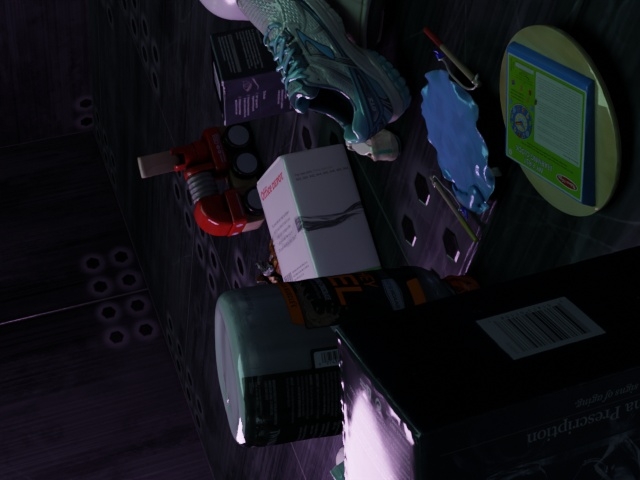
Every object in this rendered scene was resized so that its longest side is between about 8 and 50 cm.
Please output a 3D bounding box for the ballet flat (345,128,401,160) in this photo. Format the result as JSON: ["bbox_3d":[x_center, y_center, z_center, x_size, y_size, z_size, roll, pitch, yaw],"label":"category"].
[{"bbox_3d":[0.064,-0.151,1.763,0.168,0.052,0.057,-149,48,-66],"label":"ballet flat"}]

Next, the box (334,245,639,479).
[{"bbox_3d":[0.207,0.210,1.118,0.179,0.343,0.312,-131,32,-54],"label":"box"}]

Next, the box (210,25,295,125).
[{"bbox_3d":[-0.093,-0.275,1.942,0.156,0.158,0.093,99,157,-69],"label":"box"}]

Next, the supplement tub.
[{"bbox_3d":[0.042,0.145,1.548,0.207,0.338,0.207,173,90,-77],"label":"supplement tub"}]

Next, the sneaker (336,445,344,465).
[{"bbox_3d":[0.065,0.466,2.098,0.290,0.123,0.106,-127,28,-54],"label":"sneaker"}]

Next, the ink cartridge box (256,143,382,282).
[{"bbox_3d":[0.000,0.000,1.966,0.198,0.115,0.273,143,113,-70],"label":"ink cartridge box"}]

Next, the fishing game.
[{"bbox_3d":[0.176,-0.125,1.469,0.189,0.041,0.264,-122,17,-46],"label":"fishing game"}]

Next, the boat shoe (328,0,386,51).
[{"bbox_3d":[0.048,-0.324,1.663,0.112,0.095,0.335,34,154,10],"label":"boat shoe"}]

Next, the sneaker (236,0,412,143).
[{"bbox_3d":[-0.013,-0.245,1.614,0.283,0.122,0.110,40,155,3],"label":"sneaker"}]

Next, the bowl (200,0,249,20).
[{"bbox_3d":[-0.186,-0.522,2.129,0.298,0.134,0.298,167,90,-72],"label":"bowl"}]

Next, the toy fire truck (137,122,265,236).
[{"bbox_3d":[-0.242,-0.117,2.402,0.158,0.246,0.217,130,125,-69],"label":"toy fire truck"}]

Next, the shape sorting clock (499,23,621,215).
[{"bbox_3d":[0.248,-0.124,1.241,0.206,0.040,0.206,50,148,47],"label":"shape sorting clock"}]

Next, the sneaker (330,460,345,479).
[{"bbox_3d":[0.088,0.320,1.872,0.094,0.151,0.256,-151,52,-69],"label":"sneaker"}]

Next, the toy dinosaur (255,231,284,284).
[{"bbox_3d":[-0.047,0.109,2.160,0.218,0.164,0.322,-44,38,52],"label":"toy dinosaur"}]
